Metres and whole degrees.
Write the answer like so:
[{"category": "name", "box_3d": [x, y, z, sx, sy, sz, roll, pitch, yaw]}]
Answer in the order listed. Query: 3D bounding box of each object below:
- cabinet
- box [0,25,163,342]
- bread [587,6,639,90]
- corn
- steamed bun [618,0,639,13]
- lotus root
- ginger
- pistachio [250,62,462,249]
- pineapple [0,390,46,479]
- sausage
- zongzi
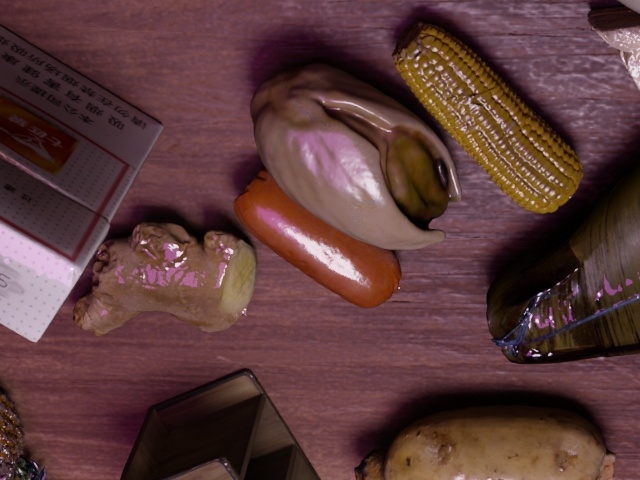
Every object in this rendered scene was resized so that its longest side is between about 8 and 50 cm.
[{"category": "cabinet", "box_3d": [-0.096, 0.292, 1.428, 0.148, 0.175, 0.215, -23, 112, 18]}, {"category": "box", "box_3d": [-0.285, -0.067, 1.174, 0.210, 0.330, 0.095, 31, 117, -9]}, {"category": "bread", "box_3d": [0.339, -0.200, 1.170, 0.152, 0.077, 0.105, -32, 110, 20]}, {"category": "corn", "box_3d": [0.162, -0.117, 1.234, 0.231, 0.080, 0.080, 42, 115, -15]}, {"category": "steamed bun", "box_3d": [0.340, -0.326, 1.029, 0.324, 0.206, 0.324, 4, 120, 7]}, {"category": "lotus root", "box_3d": [0.178, 0.261, 1.396, 0.284, 0.146, 0.160, -1, 100, 11]}, {"category": "ginger", "box_3d": [-0.176, 0.039, 1.366, 0.213, 0.074, 0.137, -3, 117, 16]}, {"category": "pistachio", "box_3d": [0.034, -0.078, 1.245, 0.238, 0.153, 0.138, 31, 77, -12]}, {"category": "pineapple", "box_3d": [-0.384, 0.257, 1.497, 0.103, 0.083, 0.221, -18, 115, -1]}, {"category": "sausage", "box_3d": [0.000, 0.000, 1.321, 0.197, 0.076, 0.076, 36, 116, -13]}, {"category": "zongzi", "box_3d": [0.287, -0.021, 1.231, 0.286, 0.138, 0.300, -7, 121, 14]}]
